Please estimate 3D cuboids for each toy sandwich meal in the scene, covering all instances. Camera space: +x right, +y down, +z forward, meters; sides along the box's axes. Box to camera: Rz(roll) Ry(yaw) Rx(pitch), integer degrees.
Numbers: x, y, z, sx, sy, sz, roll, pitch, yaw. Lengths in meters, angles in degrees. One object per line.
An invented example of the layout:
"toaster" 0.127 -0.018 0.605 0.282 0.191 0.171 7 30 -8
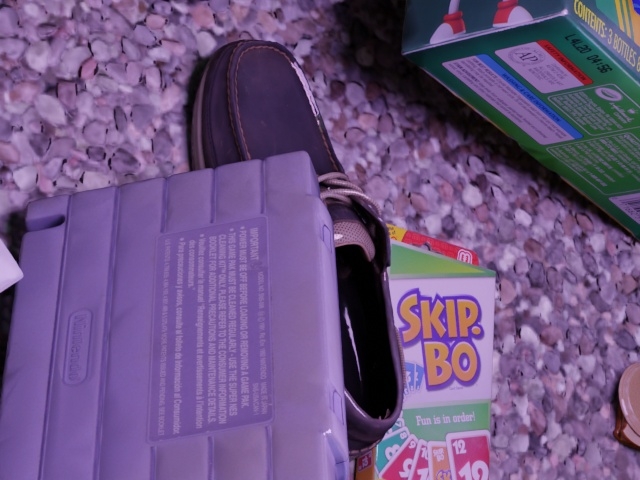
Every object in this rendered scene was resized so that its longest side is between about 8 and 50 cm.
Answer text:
"toy sandwich meal" 0.302 0.156 1.699 0.085 0.029 0.086 15 63 -31

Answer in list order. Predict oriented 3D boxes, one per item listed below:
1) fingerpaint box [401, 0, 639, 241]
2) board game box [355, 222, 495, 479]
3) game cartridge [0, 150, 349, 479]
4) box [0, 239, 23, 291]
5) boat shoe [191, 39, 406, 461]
"fingerpaint box" 0.270 -0.250 1.628 0.445 0.163 0.371 32 56 -47
"board game box" 0.092 0.115 1.556 0.124 0.039 0.259 17 64 -32
"game cartridge" -0.099 0.080 1.233 0.355 0.230 0.068 -93 175 -51
"box" -0.287 0.018 1.273 0.101 0.087 0.102 -38 100 -37
"boat shoe" 0.000 0.000 1.460 0.132 0.130 0.355 -11 83 -38
